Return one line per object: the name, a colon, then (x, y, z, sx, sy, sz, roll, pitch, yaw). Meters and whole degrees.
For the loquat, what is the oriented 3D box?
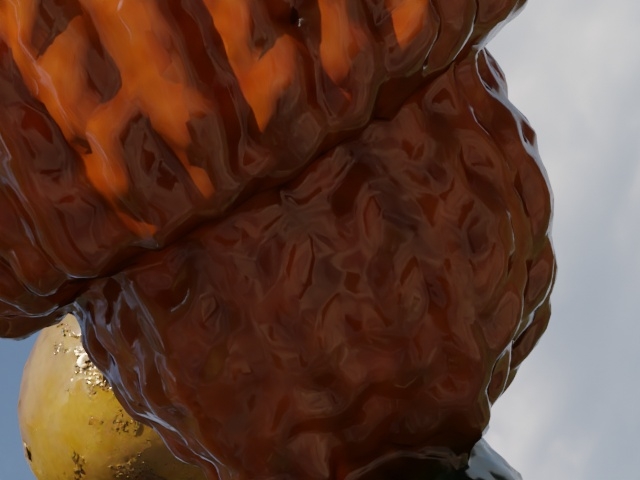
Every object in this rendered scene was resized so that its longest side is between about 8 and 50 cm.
loquat: (-0.156, 0.141, 1.022, 0.235, 0.235, 0.235, -16, -67, -43)

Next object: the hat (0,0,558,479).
hat: (0.000, 0.000, 0.440, 0.285, 0.285, 0.400, -30, -97, -37)
